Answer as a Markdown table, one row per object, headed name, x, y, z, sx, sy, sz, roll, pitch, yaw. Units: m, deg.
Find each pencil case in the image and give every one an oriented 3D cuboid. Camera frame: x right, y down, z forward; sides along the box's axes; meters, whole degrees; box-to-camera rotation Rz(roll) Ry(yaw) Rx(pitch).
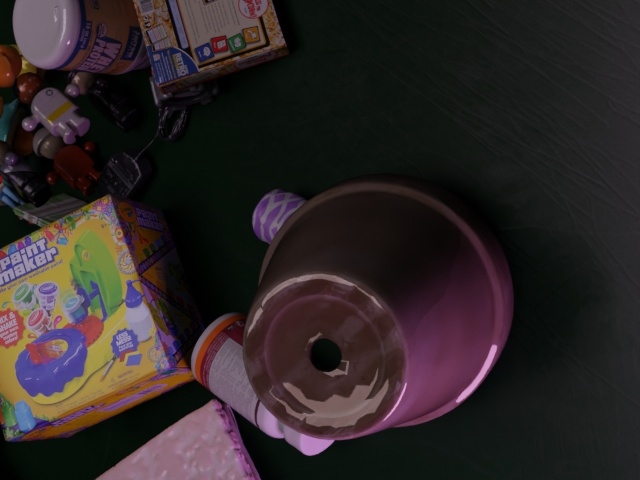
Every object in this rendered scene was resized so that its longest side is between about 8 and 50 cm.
| name | x | y | z | sx | sy | sz | roll | pitch | yaw |
| --- | --- | --- | --- | --- | --- | --- | --- | --- | --- |
| pencil case | 0.000 | 0.000 | 1.529 | 0.206 | 0.088 | 0.086 | 31 | 69 | 34 |

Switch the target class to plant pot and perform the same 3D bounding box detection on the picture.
| name | x | y | z | sx | sy | sz | roll | pitch | yaw |
| --- | --- | --- | --- | --- | --- | --- | --- | --- | --- |
| plant pot | 0.043 | 0.097 | 1.307 | 0.323 | 0.280 | 0.323 | 4 | 102 | 19 |

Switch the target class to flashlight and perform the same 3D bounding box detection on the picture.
| name | x | y | z | sx | sy | sz | roll | pitch | yaw |
| --- | --- | --- | --- | --- | --- | --- | --- | --- | --- |
| flashlight | -0.228 | -0.353 | 1.674 | 0.103 | 0.103 | 0.304 | -16 | 83 | 38 |

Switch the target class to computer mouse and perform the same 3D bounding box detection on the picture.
| name | x | y | z | sx | sy | sz | roll | pitch | yaw |
| --- | --- | --- | --- | --- | --- | --- | --- | --- | --- |
| computer mouse | -0.276 | -0.143 | 1.775 | 0.071 | 0.041 | 0.242 | 50 | 115 | 15 |

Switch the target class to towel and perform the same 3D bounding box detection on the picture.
| name | x | y | z | sx | sy | sz | roll | pitch | yaw |
| --- | --- | --- | --- | --- | --- | --- | --- | --- | --- |
| towel | -0.206 | 0.449 | 1.650 | 0.317 | 0.053 | 0.332 | -36 | 58 | 14 |
| towel | -0.421 | -0.039 | 1.848 | 0.152 | 0.113 | 0.023 | 21 | 117 | 38 |

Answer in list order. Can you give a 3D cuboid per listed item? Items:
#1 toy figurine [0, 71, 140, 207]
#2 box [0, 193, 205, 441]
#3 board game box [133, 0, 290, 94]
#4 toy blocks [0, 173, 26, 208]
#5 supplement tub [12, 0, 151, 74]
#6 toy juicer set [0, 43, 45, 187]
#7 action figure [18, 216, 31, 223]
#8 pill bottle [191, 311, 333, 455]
| name | x | y | z | sx | sy | sz | roll | pitch | yaw |
| --- | --- | --- | --- | --- | --- | --- | --- | --- | --- |
| toy figurine | -0.419 | -0.174 | 1.770 | 0.148 | 0.209 | 0.213 | 42 | 119 | 14 |
| box | -0.356 | 0.123 | 1.706 | 0.290 | 0.177 | 0.279 | -26 | 76 | 14 |
| board game box | -0.157 | -0.308 | 1.592 | 0.193 | 0.045 | 0.146 | -17 | 80 | 4 |
| toy blocks | -0.567 | -0.130 | 1.996 | 0.148 | 0.054 | 0.123 | 37 | 113 | 30 |
| supplement tub | -0.352 | -0.330 | 1.713 | 0.144 | 0.200 | 0.144 | 4 | 96 | 40 |
| toy juicer set | -0.523 | -0.170 | 1.852 | 0.089 | 0.209 | 0.329 | 14 | 94 | -2 |
| action figure | -0.494 | -0.049 | 1.960 | 0.115 | 0.030 | 0.038 | -10 | 92 | 41 |
| pill bottle | -0.070 | 0.201 | 1.570 | 0.221 | 0.121 | 0.121 | 31 | 112 | 33 |
